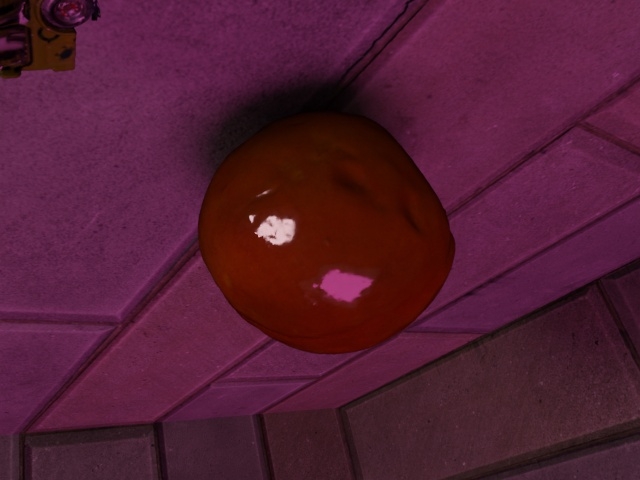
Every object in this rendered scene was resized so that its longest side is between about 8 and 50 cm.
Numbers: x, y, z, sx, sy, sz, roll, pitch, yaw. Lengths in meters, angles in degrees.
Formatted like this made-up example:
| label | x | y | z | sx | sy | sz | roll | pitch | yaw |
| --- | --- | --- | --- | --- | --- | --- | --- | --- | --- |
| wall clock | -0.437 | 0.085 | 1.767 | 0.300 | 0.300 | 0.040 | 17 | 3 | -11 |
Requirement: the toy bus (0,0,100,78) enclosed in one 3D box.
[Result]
| label | x | y | z | sx | sy | sz | roll | pitch | yaw |
| --- | --- | --- | --- | --- | --- | --- | --- | --- | --- |
| toy bus | -0.234 | -0.250 | 0.392 | 0.139 | 0.113 | 0.301 | -19 | 159 | -33 |

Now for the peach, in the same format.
| label | x | y | z | sx | sy | sz | roll | pitch | yaw |
| --- | --- | --- | --- | --- | --- | --- | --- | --- | --- |
| peach | 0.000 | 0.000 | 0.791 | 0.302 | 0.342 | 0.342 | -34 | 152 | -1 |
